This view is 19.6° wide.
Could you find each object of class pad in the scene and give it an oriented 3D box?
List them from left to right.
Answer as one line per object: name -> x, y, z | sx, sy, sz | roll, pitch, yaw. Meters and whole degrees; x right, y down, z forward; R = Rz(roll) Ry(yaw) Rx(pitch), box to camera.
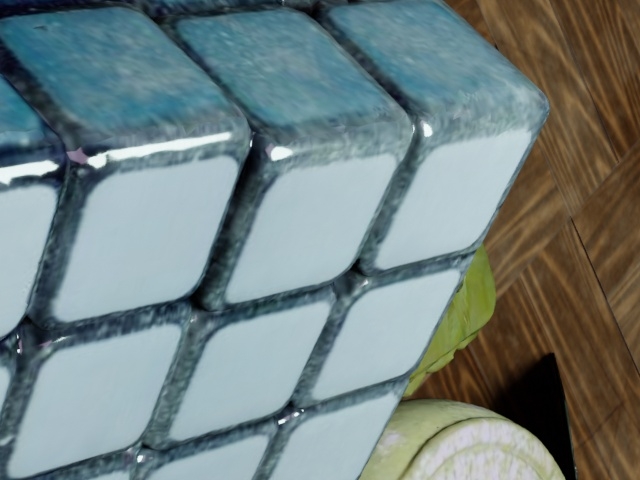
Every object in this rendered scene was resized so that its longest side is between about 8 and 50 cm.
pad -> 0.205, 0.221, 1.456 | 0.163, 0.004, 0.243 | -66, 147, -80

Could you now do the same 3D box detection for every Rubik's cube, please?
Rubik's cube -> -0.167, -0.013, 0.835 | 0.337, 0.344, 0.343 | -14, 137, -42

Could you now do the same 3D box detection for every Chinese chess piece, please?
Chinese chess piece -> 0.075, 0.248, 1.324 | 0.270, 0.112, 0.270 | 1, 89, -46

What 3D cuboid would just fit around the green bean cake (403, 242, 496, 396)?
green bean cake -> 0.000, 0.000, 1.247 | 0.233, 0.124, 0.236 | -29, 109, -41
